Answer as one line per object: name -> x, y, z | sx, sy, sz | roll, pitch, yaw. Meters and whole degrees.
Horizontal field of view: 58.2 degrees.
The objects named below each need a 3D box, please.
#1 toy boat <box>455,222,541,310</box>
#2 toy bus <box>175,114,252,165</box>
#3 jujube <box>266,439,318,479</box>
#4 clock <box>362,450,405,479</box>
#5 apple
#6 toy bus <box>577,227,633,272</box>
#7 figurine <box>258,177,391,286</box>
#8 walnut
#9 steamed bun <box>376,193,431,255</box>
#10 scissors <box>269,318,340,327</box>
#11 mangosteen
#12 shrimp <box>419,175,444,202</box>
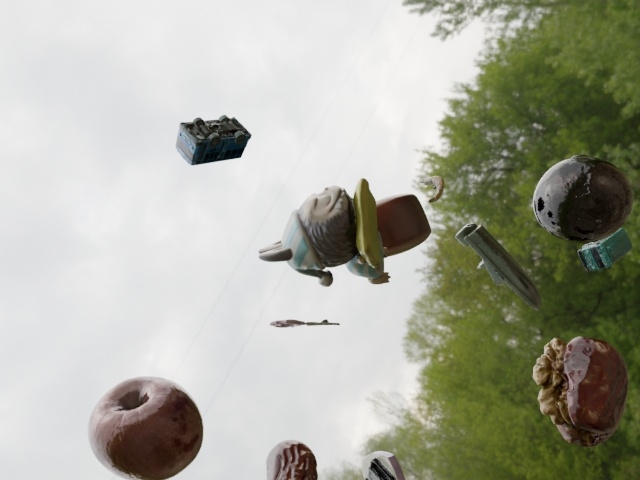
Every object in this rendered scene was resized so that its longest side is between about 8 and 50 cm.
toy boat -> 0.526, 0.081, 1.677 | 0.092, 0.319, 0.141 | -45, -8, 19
toy bus -> -0.282, -0.257, 1.494 | 0.185, 0.090, 0.106 | -19, -30, -47
jujube -> -0.085, 0.676, 1.630 | 0.230, 0.155, 0.155 | -83, -2, -68
clock -> 0.201, 0.765, 1.850 | 0.064, 0.198, 0.172 | -9, -60, -35
apple -> -0.471, 0.515, 1.568 | 0.306, 0.306, 0.235 | -39, -53, -46
toy bus -> 0.832, 0.027, 1.676 | 0.160, 0.092, 0.079 | -23, -93, -36
figurine -> 0.000, 0.000, 1.772 | 0.361, 0.378, 0.266 | 65, -156, -50
walnut -> 0.697, 0.402, 1.548 | 0.221, 0.244, 0.269 | 124, 164, -58
steamed bun -> 0.302, -0.062, 2.358 | 0.379, 0.248, 0.235 | -13, -101, -49
scissors -> -0.041, 0.244, 1.704 | 0.212, 0.110, 0.021 | 1, -104, -21
mangosteen -> 0.608, -0.105, 1.355 | 0.250, 0.211, 0.211 | -68, -17, -65
shrimp -> 0.335, -0.157, 1.757 | 0.023, 0.114, 0.083 | 8, -86, -30
